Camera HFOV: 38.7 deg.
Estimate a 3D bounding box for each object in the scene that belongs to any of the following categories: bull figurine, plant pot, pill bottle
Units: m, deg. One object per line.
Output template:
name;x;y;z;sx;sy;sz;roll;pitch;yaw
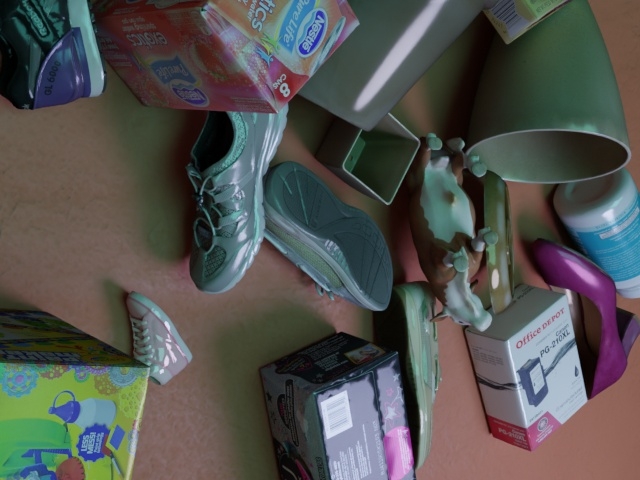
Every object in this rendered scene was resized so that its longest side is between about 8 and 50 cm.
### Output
bull figurine;0.195;-0.015;1.367;0.101;0.188;0.311;-12;80;-13
plant pot;0.293;0.002;1.482;0.236;0.032;0.237;-3;90;-74
plant pot;0.363;-0.259;1.469;0.256;0.256;0.274;16;71;-39
plant pot;0.048;-0.307;1.173;0.323;0.323;0.280;23;99;-39
pill bottle;0.547;-0.010;1.696;0.146;0.146;0.264;-50;124;-20
plant pot;0.059;-0.128;1.320;0.109;0.096;0.109;35;76;-36

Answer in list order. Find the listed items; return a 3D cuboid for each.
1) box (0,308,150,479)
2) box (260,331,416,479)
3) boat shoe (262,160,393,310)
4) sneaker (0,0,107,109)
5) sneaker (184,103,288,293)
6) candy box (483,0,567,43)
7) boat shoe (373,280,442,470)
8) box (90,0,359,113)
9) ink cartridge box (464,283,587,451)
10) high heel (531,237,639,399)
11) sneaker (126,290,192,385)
box;-0.341;0.236;0.952;0.177;0.279;0.290;9;93;-39
box;0.026;0.286;1.341;0.163;0.142;0.248;-20;109;-33
boat shoe;-0.001;0.002;1.307;0.320;0.103;0.118;39;55;-42
sneaker;-0.326;-0.282;0.987;0.124;0.107;0.284;-20;110;-28
sneaker;-0.134;-0.069;1.154;0.115;0.105;0.282;0;105;-48
candy box;0.262;-0.471;1.345;0.183;0.087;0.316;-36;92;-29
boat shoe;0.151;0.215;1.451;0.098;0.109;0.303;-9;98;-37
box;-0.124;-0.244;1.023;0.154;0.299;0.142;-51;124;-21
ink cartridge box;0.371;0.224;1.627;0.172;0.100;0.237;-32;116;-31
high heel;0.472;0.150;1.686;0.377;0.127;0.181;40;80;-31
sneaker;-0.222;0.132;1.173;0.070;0.051;0.134;-48;128;-28
